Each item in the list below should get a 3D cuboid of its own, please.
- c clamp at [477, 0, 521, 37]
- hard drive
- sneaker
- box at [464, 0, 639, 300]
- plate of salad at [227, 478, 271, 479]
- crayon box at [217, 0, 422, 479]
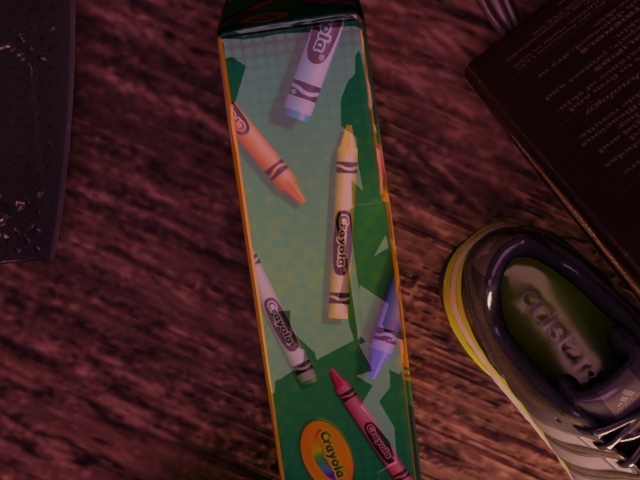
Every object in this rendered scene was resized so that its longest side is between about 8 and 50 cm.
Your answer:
[{"bbox_3d":[0.173,-0.150,1.165,0.160,0.022,0.137,-18,104,3],"label":"c clamp"},{"bbox_3d":[-0.227,-0.106,1.115,0.172,0.054,0.255,-6,114,-24],"label":"hard drive"},{"bbox_3d":[0.179,0.109,1.135,0.111,0.121,0.300,-45,82,0],"label":"sneaker"},{"bbox_3d":[0.212,-0.014,1.002,0.143,0.381,0.191,-37,111,7],"label":"box"},{"bbox_3d":[-0.033,0.206,1.220,0.199,0.048,0.200,3,134,3],"label":"plate of salad"},{"bbox_3d":[0.000,0.000,1.126,0.081,0.165,0.279,-8,105,1],"label":"crayon box"}]
